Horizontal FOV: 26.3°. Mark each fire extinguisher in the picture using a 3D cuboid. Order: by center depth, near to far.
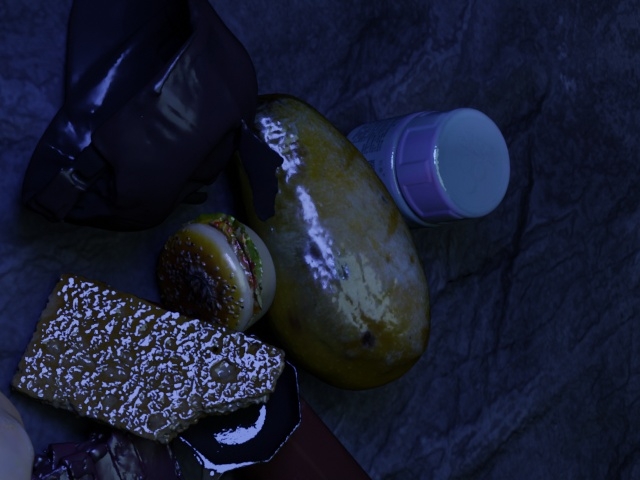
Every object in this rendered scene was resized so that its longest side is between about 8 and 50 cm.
[{"bbox_3d":[0.009,0.312,1.464,0.147,0.106,0.337,-46,114,-20],"label":"fire extinguisher"}]

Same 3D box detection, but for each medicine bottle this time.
[{"bbox_3d":[0.114,-0.079,1.542,0.135,0.168,0.135,5,82,-40],"label":"medicine bottle"}]

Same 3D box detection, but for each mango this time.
[{"bbox_3d":[0.002,0.002,1.457,0.329,0.175,0.176,67,11,9],"label":"mango"}]

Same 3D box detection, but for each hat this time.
[{"bbox_3d":[-0.130,-0.137,1.309,0.209,0.238,0.336,31,57,-32],"label":"hat"}]

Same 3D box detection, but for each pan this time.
[{"bbox_3d":[-0.108,0.187,1.327,0.128,0.048,0.202,38,67,10],"label":"pan"}]

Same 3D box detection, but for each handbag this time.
[{"bbox_3d":[-0.211,0.290,1.298,0.203,0.074,0.216,-27,101,-39],"label":"handbag"}]

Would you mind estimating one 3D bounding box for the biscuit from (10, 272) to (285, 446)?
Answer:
[{"bbox_3d":[-0.162,0.125,1.305,0.237,0.026,0.131,20,70,-1],"label":"biscuit"}]

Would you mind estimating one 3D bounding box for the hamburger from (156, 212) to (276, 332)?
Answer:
[{"bbox_3d":[-0.104,0.037,1.367,0.081,0.141,0.126,-25,92,-53],"label":"hamburger"}]

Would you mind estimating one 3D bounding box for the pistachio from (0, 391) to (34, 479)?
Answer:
[{"bbox_3d":[-0.371,0.234,1.075,0.238,0.229,0.321,47,48,10],"label":"pistachio"}]
